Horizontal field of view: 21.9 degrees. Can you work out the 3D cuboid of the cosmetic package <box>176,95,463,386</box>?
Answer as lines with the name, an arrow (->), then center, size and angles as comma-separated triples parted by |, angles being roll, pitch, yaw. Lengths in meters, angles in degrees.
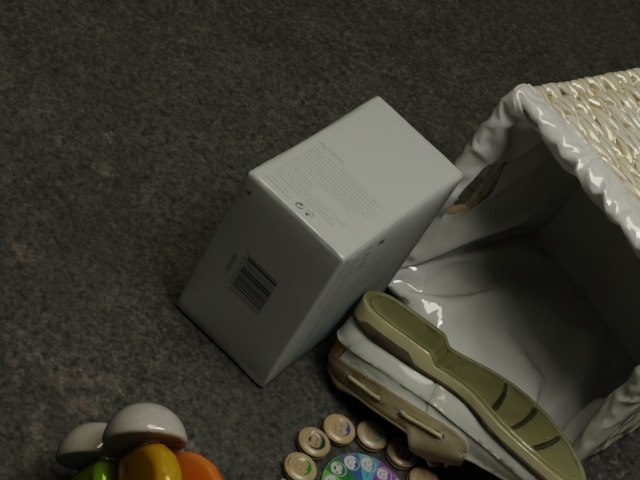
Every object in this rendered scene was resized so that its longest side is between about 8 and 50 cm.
cosmetic package -> 0.000, 0.000, 1.743 | 0.138, 0.224, 0.224 | 43, 45, 11

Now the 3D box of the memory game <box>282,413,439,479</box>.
memory game -> 0.047, 0.259, 1.693 | 0.186, 0.012, 0.186 | 16, 46, -17

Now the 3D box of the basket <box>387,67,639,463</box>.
basket -> 0.307, 0.030, 1.821 | 0.266, 0.328, 0.331 | -17, 61, -41

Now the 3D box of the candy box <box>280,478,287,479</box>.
candy box -> -0.071, 0.345, 1.443 | 0.071, 0.159, 0.233 | 30, 43, 0

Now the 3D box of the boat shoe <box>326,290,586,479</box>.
boat shoe -> 0.140, 0.184, 1.739 | 0.302, 0.103, 0.113 | 40, 22, 15

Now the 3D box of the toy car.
toy car -> -0.157, 0.241, 1.487 | 0.136, 0.182, 0.159 | 18, 60, -38
